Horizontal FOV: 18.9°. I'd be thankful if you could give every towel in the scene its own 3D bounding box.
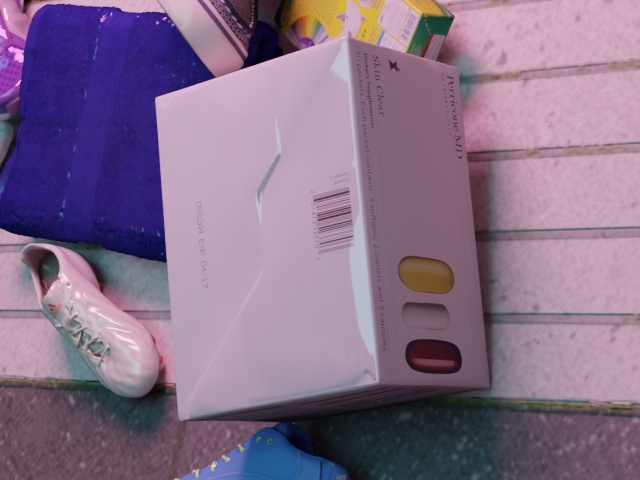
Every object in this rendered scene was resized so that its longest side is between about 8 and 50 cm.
[{"bbox_3d":[-0.167,-0.099,1.764,0.308,0.076,0.227,10,88,42],"label":"towel"}]

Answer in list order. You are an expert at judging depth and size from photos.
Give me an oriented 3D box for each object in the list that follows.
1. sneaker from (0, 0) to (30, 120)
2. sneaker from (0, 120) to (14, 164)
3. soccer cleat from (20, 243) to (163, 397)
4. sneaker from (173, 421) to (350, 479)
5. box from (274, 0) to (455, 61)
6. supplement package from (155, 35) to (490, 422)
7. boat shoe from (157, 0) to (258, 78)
[{"bbox_3d":[-0.339,-0.226,1.918,0.095,0.104,0.236,-26,55,11],"label":"sneaker"},{"bbox_3d":[-0.363,-0.108,1.954,0.152,0.053,0.061,18,70,42],"label":"sneaker"},{"bbox_3d":[-0.211,0.072,1.728,0.068,0.076,0.196,-53,48,13],"label":"soccer cleat"},{"bbox_3d":[-0.063,0.209,1.558,0.240,0.091,0.126,6,60,43],"label":"sneaker"},{"bbox_3d":[0.030,-0.187,1.618,0.179,0.043,0.105,45,123,38],"label":"box"},{"bbox_3d":[0.000,0.000,1.495,0.204,0.145,0.261,-13,77,38],"label":"supplement package"},{"bbox_3d":[-0.076,-0.269,1.646,0.158,0.127,0.340,-33,35,7],"label":"boat shoe"}]
